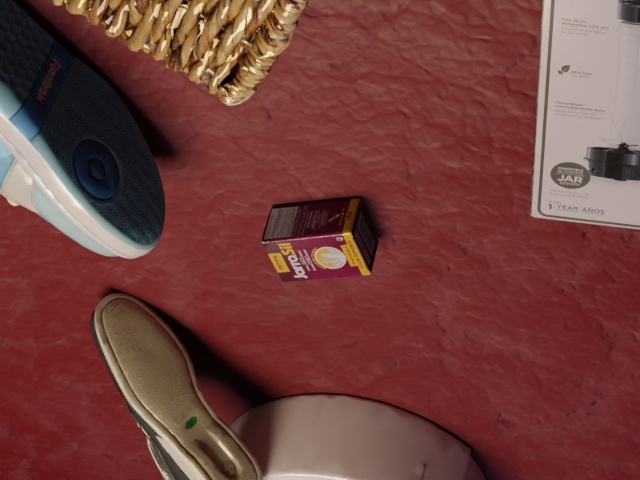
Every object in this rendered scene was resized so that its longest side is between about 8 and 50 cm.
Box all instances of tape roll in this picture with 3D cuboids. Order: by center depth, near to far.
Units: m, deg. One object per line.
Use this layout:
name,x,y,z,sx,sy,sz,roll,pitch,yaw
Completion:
tape roll,0.025,0.277,1.725,0.286,0.100,0.286,9,138,8

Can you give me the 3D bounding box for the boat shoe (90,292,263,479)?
boat shoe,-0.148,0.158,1.609,0.079,0.084,0.233,-32,91,49

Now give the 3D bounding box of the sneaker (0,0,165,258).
sneaker,-0.287,-0.084,1.410,0.208,0.127,0.319,-27,114,35

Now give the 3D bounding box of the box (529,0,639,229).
box,0.239,-0.136,1.220,0.169,0.087,0.290,6,138,11

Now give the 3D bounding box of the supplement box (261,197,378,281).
supplement box,0.000,0.000,1.472,0.083,0.043,0.055,-6,136,23

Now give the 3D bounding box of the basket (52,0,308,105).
basket,-0.063,-0.269,1.062,0.223,0.213,0.299,28,143,-5
